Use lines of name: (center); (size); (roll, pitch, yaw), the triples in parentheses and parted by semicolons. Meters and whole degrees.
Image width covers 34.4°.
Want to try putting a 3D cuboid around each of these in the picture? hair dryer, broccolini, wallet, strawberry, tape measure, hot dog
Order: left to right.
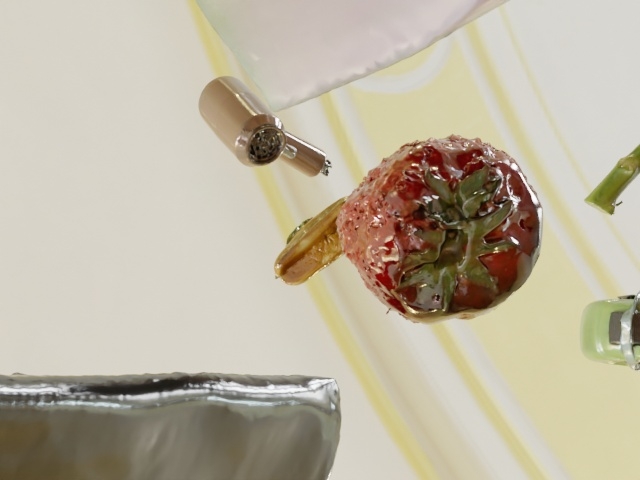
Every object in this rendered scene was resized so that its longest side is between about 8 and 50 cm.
wallet: (-0.082, 0.130, 0.472); (0.285, 0.030, 0.146); (12, -87, -57)
hair dryer: (-0.044, -0.109, 1.155); (0.181, 0.117, 0.064); (25, -74, -43)
hot dog: (0.000, 0.000, 1.126); (0.133, 0.041, 0.056); (-39, -86, 5)
strawberry: (0.058, -0.008, 0.523); (0.106, 0.106, 0.106); (0, -91, -27)
tape measure: (0.427, 0.118, 1.340); (0.175, 0.200, 0.106); (6, -96, 1)
broccolini: (0.494, -0.171, 1.316); (0.074, 0.079, 0.392); (43, -87, 6)

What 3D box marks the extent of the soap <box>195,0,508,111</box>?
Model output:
soap: (0.101, -0.186, 0.352); (0.115, 0.346, 0.208); (54, -149, -18)
